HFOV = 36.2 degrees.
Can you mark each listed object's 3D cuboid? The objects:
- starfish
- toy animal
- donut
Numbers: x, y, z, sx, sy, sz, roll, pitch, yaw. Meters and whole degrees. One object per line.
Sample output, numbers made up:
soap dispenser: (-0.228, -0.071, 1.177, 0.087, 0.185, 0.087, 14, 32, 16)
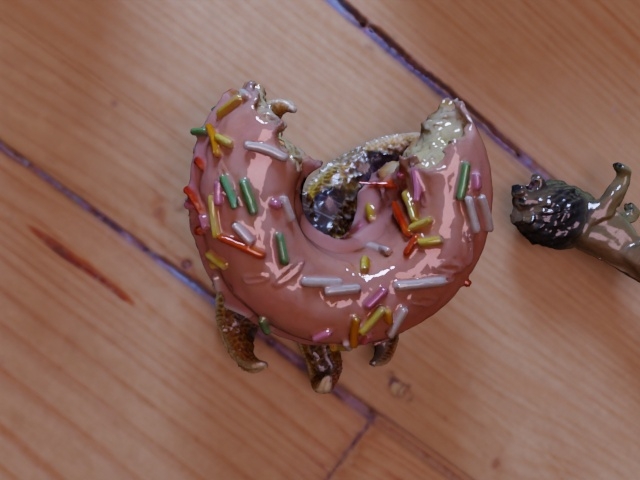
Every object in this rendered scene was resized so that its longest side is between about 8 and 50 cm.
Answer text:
starfish: (-0.001, -0.001, 0.785, 0.216, 0.071, 0.238, -31, 110, -14)
toy animal: (0.266, -0.009, 0.829, 0.220, 0.069, 0.086, 20, 74, 9)
donut: (0.018, -0.012, 0.714, 0.233, 0.085, 0.199, 1, 98, -13)
